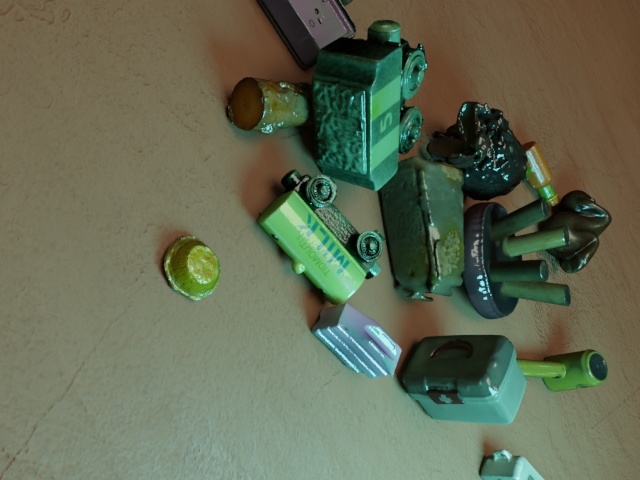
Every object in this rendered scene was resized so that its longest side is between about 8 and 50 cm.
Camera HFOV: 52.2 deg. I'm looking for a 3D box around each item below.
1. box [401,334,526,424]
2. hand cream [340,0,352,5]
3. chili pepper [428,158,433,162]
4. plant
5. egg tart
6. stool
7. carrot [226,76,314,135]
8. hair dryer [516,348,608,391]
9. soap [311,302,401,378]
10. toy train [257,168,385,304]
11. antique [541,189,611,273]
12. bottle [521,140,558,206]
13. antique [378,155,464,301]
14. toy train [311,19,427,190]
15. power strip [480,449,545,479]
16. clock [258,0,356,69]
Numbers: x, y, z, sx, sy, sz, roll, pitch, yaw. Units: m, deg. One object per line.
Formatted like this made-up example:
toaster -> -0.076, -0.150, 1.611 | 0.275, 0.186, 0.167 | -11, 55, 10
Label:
box -> 0.276, 0.264, 1.252 | 0.129, 0.210, 0.148 | 55, 49, -24
hand cream -> -0.006, -0.578, 1.361 | 0.203, 0.084, 0.083 | 26, 60, -28
chili pepper -> 0.282, -0.053, 1.461 | 0.071, 0.063, 0.272 | -11, 87, -31
plant -> 0.353, -0.204, 1.491 | 0.234, 0.178, 0.204 | 30, 60, -33
egg tart -> -0.193, 0.040, 1.016 | 0.105, 0.039, 0.105 | 17, 64, -39
stool -> 0.438, 0.038, 1.457 | 0.272, 0.179, 0.271 | 17, 69, -52
carrot -> -0.052, -0.253, 1.213 | 0.263, 0.102, 0.101 | -14, 86, -51
hair dryer -> 0.536, 0.302, 1.536 | 0.279, 0.135, 0.090 | 9, 69, -29
soap -> 0.070, 0.181, 1.163 | 0.149, 0.100, 0.056 | 46, 51, -20
toy train -> 0.000, 0.000, 1.168 | 0.253, 0.105, 0.157 | 49, 63, -17
antique -> 0.689, -0.041, 1.786 | 0.143, 0.121, 0.257 | 48, 57, -8
bottle -> 0.593, -0.175, 1.772 | 0.069, 0.069, 0.187 | -44, 108, -41
antique -> 0.215, -0.019, 1.342 | 0.150, 0.125, 0.284 | 11, 69, -38
toy train -> 0.087, -0.250, 1.227 | 0.238, 0.167, 0.298 | -43, 141, -42
power strip -> 0.466, 0.566, 1.397 | 0.338, 0.098, 0.058 | 47, 51, -21
clock -> -0.029, -0.456, 1.299 | 0.193, 0.073, 0.144 | 56, 48, -13
